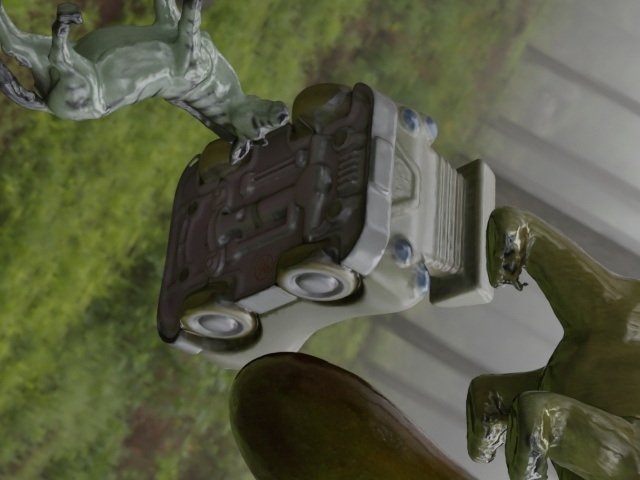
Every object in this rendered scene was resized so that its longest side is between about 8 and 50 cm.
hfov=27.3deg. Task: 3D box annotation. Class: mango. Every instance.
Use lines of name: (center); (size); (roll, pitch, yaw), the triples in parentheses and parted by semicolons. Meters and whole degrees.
mango: (0.018, 0.155, 0.929); (0.111, 0.267, 0.133); (-38, 131, -23)

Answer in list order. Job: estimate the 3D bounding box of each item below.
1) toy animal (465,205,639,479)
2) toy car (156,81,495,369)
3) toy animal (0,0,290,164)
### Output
toy animal: (0.113, 0.087, 0.490); (0.218, 0.101, 0.103); (-89, -176, -53)
toy car: (0.000, 0.000, 1.431); (0.336, 0.226, 0.242); (-26, -130, 43)
toy animal: (-0.135, -0.126, 0.996); (0.073, 0.217, 0.176); (-110, -165, -44)
